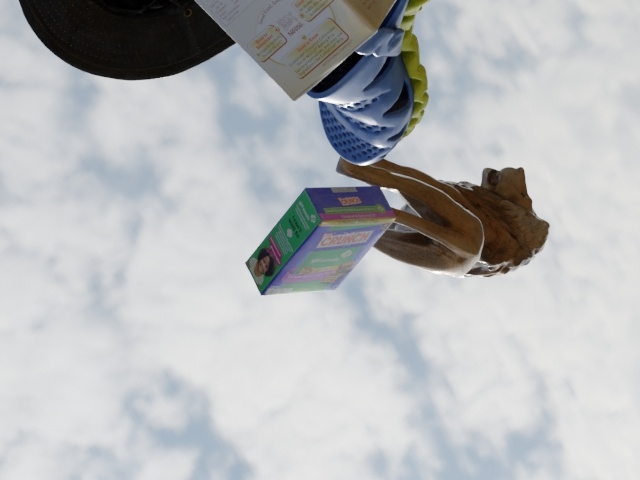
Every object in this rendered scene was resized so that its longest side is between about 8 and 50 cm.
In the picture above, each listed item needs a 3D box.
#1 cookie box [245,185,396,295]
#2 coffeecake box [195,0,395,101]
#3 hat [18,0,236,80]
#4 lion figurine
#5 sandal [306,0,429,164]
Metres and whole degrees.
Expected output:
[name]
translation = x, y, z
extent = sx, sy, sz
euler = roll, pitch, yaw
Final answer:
[cookie box]
translation = 0.000, 0.000, 1.612
extent = 0.092, 0.107, 0.040
euler = -3, -127, -42
[coffeecake box]
translation = -0.037, -0.185, 0.952
extent = 0.185, 0.068, 0.142
euler = 45, -146, -10
[hat]
translation = -0.158, -0.313, 1.958
extent = 0.331, 0.331, 0.134
euler = 67, -170, 13
[lion figurine]
translation = 0.130, -0.015, 2.057
extent = 0.240, 0.142, 0.392
euler = 26, -164, 6
[sandal]
translation = 0.026, -0.174, 1.691
extent = 0.126, 0.317, 0.138
euler = 33, -120, 22
